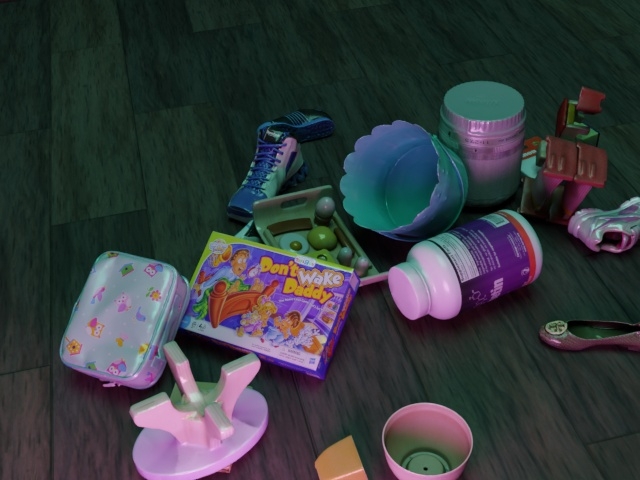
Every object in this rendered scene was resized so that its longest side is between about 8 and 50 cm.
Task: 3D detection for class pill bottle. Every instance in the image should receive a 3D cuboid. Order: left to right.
[{"bbox_3d":[0.320,0.062,1.918,0.323,0.181,0.181,-21,43,-20],"label":"pill bottle"}]

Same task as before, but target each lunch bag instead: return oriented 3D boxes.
[{"bbox_3d":[-0.406,0.174,1.824,0.224,0.108,0.279,12,70,17],"label":"lunch bag"}]

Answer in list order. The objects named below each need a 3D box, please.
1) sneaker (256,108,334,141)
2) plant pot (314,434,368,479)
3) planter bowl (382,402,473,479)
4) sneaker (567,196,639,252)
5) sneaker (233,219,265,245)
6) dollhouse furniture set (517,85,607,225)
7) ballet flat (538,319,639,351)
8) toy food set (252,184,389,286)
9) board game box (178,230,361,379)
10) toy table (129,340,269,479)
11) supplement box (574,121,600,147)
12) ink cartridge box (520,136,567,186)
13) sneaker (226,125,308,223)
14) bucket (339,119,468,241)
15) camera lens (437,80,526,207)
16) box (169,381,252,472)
[{"bbox_3d":[-0.080,-0.332,2.504,0.232,0.081,0.090,-9,37,-17],"label":"sneaker"},{"bbox_3d":[0.037,0.423,1.584,0.083,0.081,0.081,-20,41,-3],"label":"plant pot"},{"bbox_3d":[0.193,0.395,1.581,0.162,0.109,0.162,-1,40,1],"label":"planter bowl"},{"bbox_3d":[0.731,-0.025,2.069,0.252,0.103,0.111,-13,46,-4],"label":"sneaker"},{"bbox_3d":[-0.190,0.016,2.091,0.086,0.085,0.237,-13,23,34],"label":"sneaker"},{"bbox_3d":[0.611,-0.244,2.162,0.152,0.201,0.374,14,58,0],"label":"dollhouse furniture set"},{"bbox_3d":[0.594,0.194,1.835,0.250,0.058,0.084,4,40,9],"label":"ballet flat"},{"bbox_3d":[0.000,0.000,2.028,0.220,0.092,0.306,-14,51,-26],"label":"toy food set"},{"bbox_3d":[-0.117,0.135,1.865,0.347,0.078,0.233,14,70,20],"label":"board game box"},{"bbox_3d":[-0.229,0.323,1.624,0.274,0.161,0.252,-32,48,-31],"label":"toy table"},{"bbox_3d":[0.715,-0.284,2.403,0.083,0.056,0.083,-23,43,-22],"label":"supplement box"},{"bbox_3d":[0.591,-0.221,2.340,0.189,0.066,0.232,-20,47,-19],"label":"ink cartridge box"},{"bbox_3d":[-0.144,-0.194,2.256,0.127,0.182,0.315,16,43,23],"label":"sneaker"},{"bbox_3d":[0.209,-0.136,2.073,0.281,0.281,0.183,34,13,36],"label":"bucket"},{"bbox_3d":[0.406,-0.239,2.199,0.219,0.274,0.219,-2,39,2],"label":"camera lens"},{"bbox_3d":[-0.236,0.365,1.715,0.164,0.021,0.201,4,41,9],"label":"box"}]
